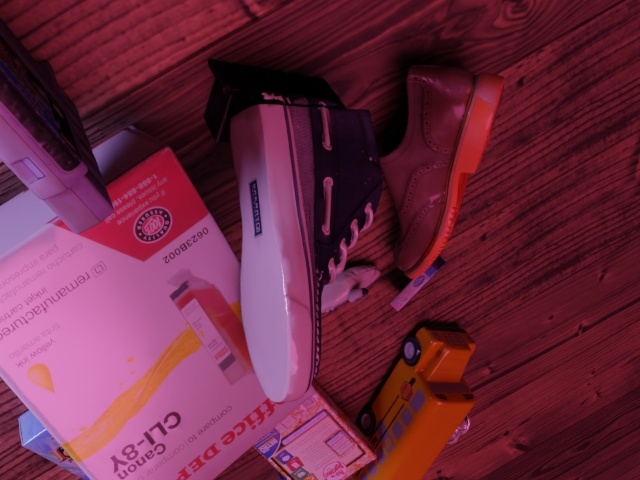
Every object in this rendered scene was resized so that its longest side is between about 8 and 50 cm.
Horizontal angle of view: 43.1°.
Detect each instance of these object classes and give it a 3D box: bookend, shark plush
[{"bbox_3d":[-0.075,-0.126,0.993,0.157,0.072,0.156,5,125,-29],"label":"bookend"},{"bbox_3d":[0.022,0.093,1.239,0.161,0.073,0.067,-48,162,10],"label":"shark plush"}]

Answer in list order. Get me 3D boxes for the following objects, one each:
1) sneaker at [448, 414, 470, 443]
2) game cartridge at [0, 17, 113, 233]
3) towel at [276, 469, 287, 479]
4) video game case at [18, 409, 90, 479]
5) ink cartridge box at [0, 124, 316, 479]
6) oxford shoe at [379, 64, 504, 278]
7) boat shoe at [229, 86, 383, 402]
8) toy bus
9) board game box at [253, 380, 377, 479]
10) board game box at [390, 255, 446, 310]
[{"bbox_3d":[0.265,0.375,1.606,0.037,0.032,0.083,10,122,-32],"label":"sneaker"},{"bbox_3d":[-0.315,-0.183,0.718,0.068,0.230,0.355,-36,135,-4],"label":"game cartridge"},{"bbox_3d":[-0.023,0.440,1.495,0.119,0.067,0.029,18,116,-36],"label":"towel"},{"bbox_3d":[-0.269,0.269,1.237,0.269,0.061,0.244,-34,133,4],"label":"video game case"},{"bbox_3d":[-0.217,0.106,0.950,0.279,0.160,0.384,-37,121,-17],"label":"ink cartridge box"},{"bbox_3d":[0.139,-0.092,1.120,0.133,0.130,0.363,18,135,5],"label":"oxford shoe"},{"bbox_3d":[0.000,0.000,0.897,0.158,0.127,0.340,-3,88,-29],"label":"boat shoe"},{"bbox_3d":[0.166,0.308,1.433,0.108,0.130,0.332,9,123,-31],"label":"toy bus"},{"bbox_3d":[-0.018,0.343,1.389,0.147,0.045,0.193,-36,114,6],"label":"board game box"},{"bbox_3d":[0.154,0.066,1.266,0.090,0.020,0.090,-49,171,16],"label":"board game box"}]
